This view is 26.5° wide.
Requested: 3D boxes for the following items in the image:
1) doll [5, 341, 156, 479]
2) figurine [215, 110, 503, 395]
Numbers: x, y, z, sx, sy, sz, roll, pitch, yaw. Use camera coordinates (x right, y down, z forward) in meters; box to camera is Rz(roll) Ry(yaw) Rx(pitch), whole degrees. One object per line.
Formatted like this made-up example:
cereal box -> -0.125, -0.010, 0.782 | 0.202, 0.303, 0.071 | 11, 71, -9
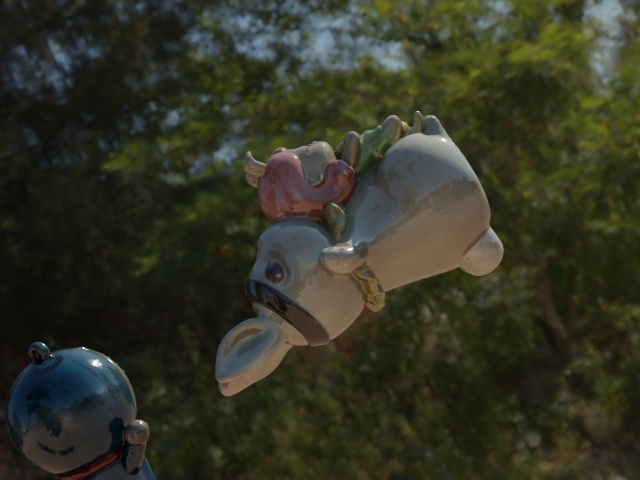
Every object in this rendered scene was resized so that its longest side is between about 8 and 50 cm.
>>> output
doll -> -0.158, 0.135, 0.920 | 0.114, 0.152, 0.085 | -20, 14, 35
figurine -> 0.001, 0.002, 0.638 | 0.146, 0.098, 0.081 | -27, -36, -5
